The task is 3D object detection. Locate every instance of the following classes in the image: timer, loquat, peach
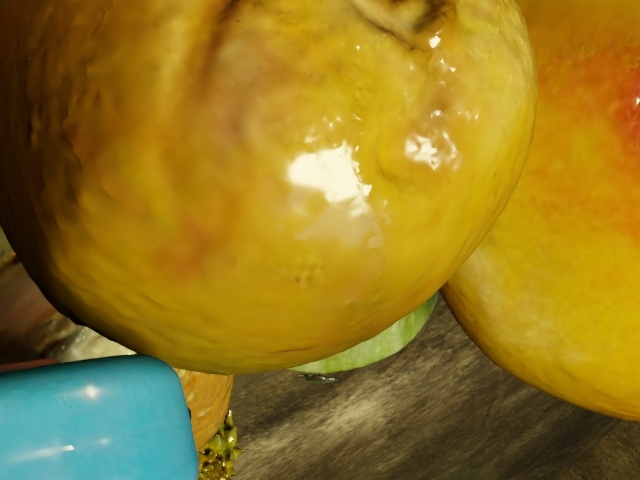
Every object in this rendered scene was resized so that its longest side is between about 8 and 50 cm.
[{"bbox_3d":[-0.227,0.134,0.808,0.340,0.115,0.309,-11,175,-9],"label":"timer"},{"bbox_3d":[-0.035,-0.058,0.833,0.276,0.276,0.284,-16,155,-44],"label":"loquat"},{"bbox_3d":[0.192,-0.051,1.052,0.290,0.372,0.373,-50,170,-34],"label":"peach"}]

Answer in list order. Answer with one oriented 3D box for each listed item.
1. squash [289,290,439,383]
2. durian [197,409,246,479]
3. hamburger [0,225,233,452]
[{"bbox_3d":[0.000,0.000,1.159,0.170,0.170,0.123,-28,146,-21],"label":"squash"},{"bbox_3d":[-0.157,0.164,1.367,0.186,0.119,0.108,-29,131,35],"label":"durian"},{"bbox_3d":[-0.157,0.091,1.090,0.330,0.162,0.209,-44,158,8],"label":"hamburger"}]
